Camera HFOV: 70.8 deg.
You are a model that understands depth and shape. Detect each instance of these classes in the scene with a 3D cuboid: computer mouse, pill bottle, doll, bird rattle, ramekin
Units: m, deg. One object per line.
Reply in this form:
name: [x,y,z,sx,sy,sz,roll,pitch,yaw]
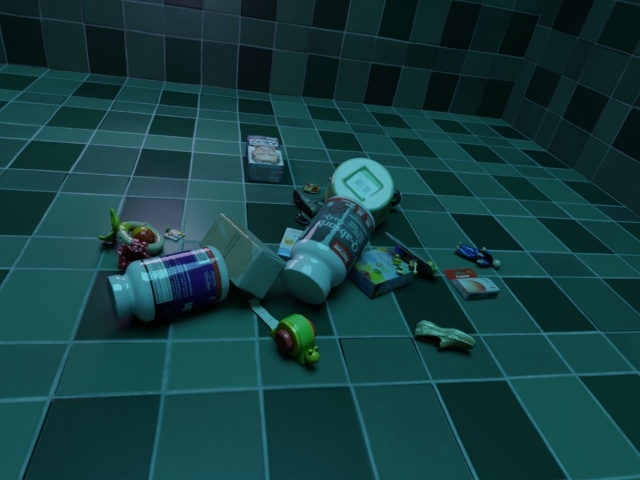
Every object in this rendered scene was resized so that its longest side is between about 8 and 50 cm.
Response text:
computer mouse: [-0.009,-0.069,1.906,0.242,0.041,0.071,25,36,22]
pill bottle: [0.026,0.031,1.553,0.210,0.210,0.363,22,53,17]
doll: [0.670,0.063,1.901,0.189,0.046,0.129,26,37,23]
bird rattle: [-0.637,-0.010,1.564,0.253,0.143,0.207,32,22,25]
ramekin: [0.174,-0.209,1.949,0.303,0.148,0.303,2,66,-5]
pill bottle: [-0.450,0.131,1.346,0.323,0.181,0.181,-14,40,-32]

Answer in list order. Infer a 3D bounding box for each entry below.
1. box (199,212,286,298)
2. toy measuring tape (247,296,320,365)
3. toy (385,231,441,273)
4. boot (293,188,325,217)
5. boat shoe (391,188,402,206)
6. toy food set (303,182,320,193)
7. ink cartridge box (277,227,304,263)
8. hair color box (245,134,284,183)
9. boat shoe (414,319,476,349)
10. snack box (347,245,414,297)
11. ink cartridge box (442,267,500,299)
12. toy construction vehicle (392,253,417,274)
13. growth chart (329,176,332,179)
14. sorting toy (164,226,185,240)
box: [-0.263,0.045,1.495,0.121,0.148,0.311,34,0,-44]
toy measuring tape: [-0.111,0.241,1.341,0.121,0.121,0.330,-18,43,-37]
toy: [0.344,0.060,1.742,0.237,0.056,0.137,31,8,-9]
boot: [0.002,-0.184,2.053,0.208,0.076,0.190,-22,59,-30]
boat shoe: [0.215,-0.234,2.111,0.340,0.113,0.127,14,75,7]
toy food set: [-0.043,-0.255,2.196,0.083,0.020,0.082,3,34,-11]
ink cartridge box: [-0.092,0.017,1.699,0.104,0.062,0.181,13,46,3]
hair color box: [-0.289,-0.420,2.298,0.173,0.105,0.347,2,35,-13]
boat shoe: [0.392,0.317,1.430,0.190,0.068,0.072,13,44,21]
snack box: [0.215,0.112,1.672,0.207,0.070,0.174,-14,40,-36]
ink cartridge box: [0.581,0.153,1.742,0.145,0.045,0.179,-1,37,-19]
toy construction vehicle: [0.309,0.087,1.643,0.085,0.035,0.098,12,33,-2]
growth chart: [0.164,-0.290,2.268,0.237,0.021,0.172,9,11,-3]
sorting toy: [-0.563,-0.028,1.708,0.083,0.012,0.062,20,34,14]
